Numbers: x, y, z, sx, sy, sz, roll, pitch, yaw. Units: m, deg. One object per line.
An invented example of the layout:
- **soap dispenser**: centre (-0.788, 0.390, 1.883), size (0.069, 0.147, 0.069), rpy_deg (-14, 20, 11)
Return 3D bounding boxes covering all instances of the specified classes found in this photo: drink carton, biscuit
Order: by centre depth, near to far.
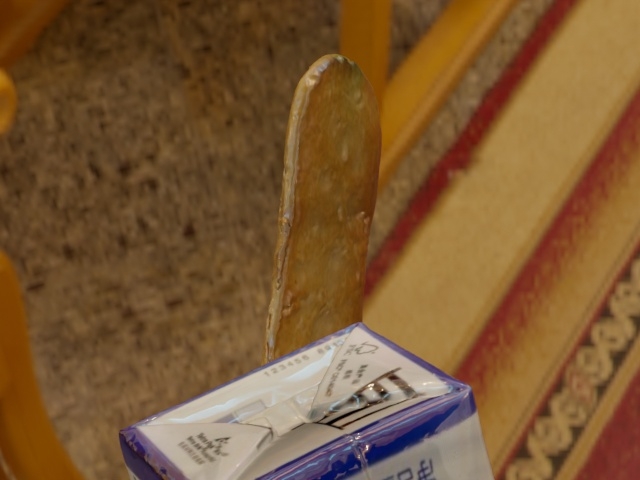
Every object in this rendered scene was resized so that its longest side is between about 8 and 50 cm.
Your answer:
- **drink carton**: centre (0.027, 0.208, 0.832), size (0.130, 0.315, 0.106), rpy_deg (-22, 21, -19)
- **biscuit**: centre (0.000, 0.000, 1.262), size (0.029, 0.118, 0.247), rpy_deg (4, 84, 31)
